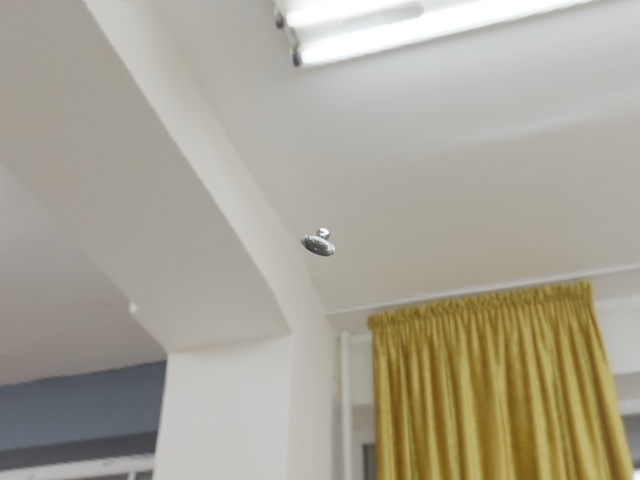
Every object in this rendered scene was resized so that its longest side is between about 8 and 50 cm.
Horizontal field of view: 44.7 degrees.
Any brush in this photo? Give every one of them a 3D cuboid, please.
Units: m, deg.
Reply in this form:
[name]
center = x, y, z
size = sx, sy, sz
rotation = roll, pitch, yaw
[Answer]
[brush]
center = 0.000, 0.000, 0.539
size = 0.024, 0.083, 0.008
rotation = 22, -80, 1
